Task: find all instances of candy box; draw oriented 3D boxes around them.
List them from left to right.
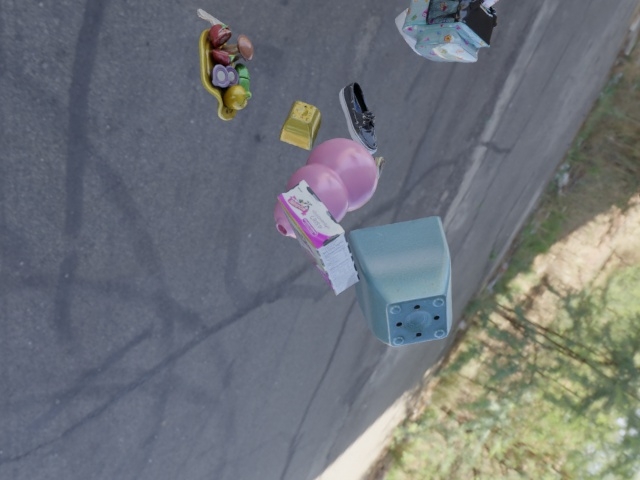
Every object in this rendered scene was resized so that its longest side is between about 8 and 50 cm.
[{"bbox_3d":[0.000,0.000,1.349,0.071,0.159,0.233,-33,150,-7],"label":"candy box"}]

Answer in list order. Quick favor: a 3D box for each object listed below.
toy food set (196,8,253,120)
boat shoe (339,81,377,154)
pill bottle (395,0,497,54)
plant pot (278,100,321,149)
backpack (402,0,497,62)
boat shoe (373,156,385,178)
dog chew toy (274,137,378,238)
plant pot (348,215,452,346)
[{"bbox_3d":[-0.170,-0.341,1.199,0.128,0.071,0.218,20,62,-67],"label":"toy food set"},{"bbox_3d":[0.128,-0.374,1.899,0.080,0.229,0.076,-6,162,-39],"label":"boat shoe"},{"bbox_3d":[0.362,-0.669,1.790,0.283,0.160,0.160,-35,167,28],"label":"pill bottle"},{"bbox_3d":[-0.043,-0.272,1.440,0.083,0.081,0.082,108,2,-65],"label":"plant pot"},{"bbox_3d":[0.285,-0.489,1.445,0.166,0.188,0.144,8,103,-49],"label":"backpack"},{"bbox_3d":[0.162,-0.228,2.010,0.190,0.072,0.068,92,19,-80],"label":"boat shoe"},{"bbox_3d":[0.006,-0.128,1.688,0.332,0.206,0.207,-45,154,-29],"label":"dog chew toy"},{"bbox_3d":[0.221,0.124,1.597,0.247,0.252,0.248,-10,126,-1],"label":"plant pot"}]
